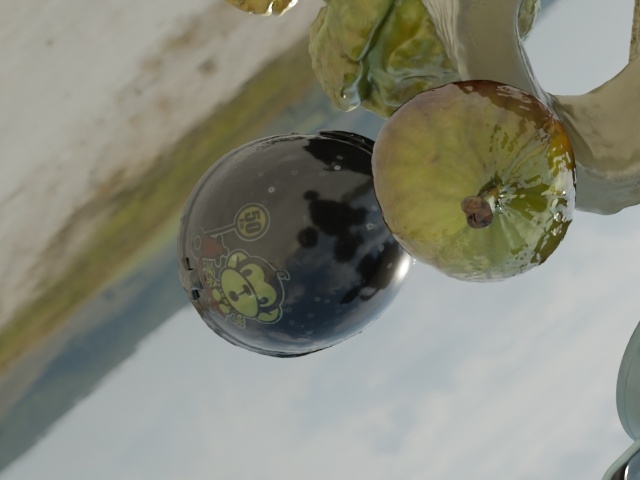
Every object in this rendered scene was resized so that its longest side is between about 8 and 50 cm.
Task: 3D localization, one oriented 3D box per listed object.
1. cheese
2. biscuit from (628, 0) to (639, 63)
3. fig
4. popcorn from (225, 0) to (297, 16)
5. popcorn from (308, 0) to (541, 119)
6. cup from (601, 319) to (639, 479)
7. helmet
[{"bbox_3d":[0.246,-0.194,1.551,0.292,0.332,0.153,-21,-142,1],"label":"cheese"},{"bbox_3d":[0.400,-0.303,2.088,0.078,0.426,0.144,8,-168,20],"label":"biscuit"},{"bbox_3d":[0.110,-0.023,1.367,0.143,0.160,0.231,-53,-171,32],"label":"fig"},{"bbox_3d":[-0.085,-0.369,2.391,0.148,0.167,0.152,-49,-165,-20],"label":"popcorn"},{"bbox_3d":[0.103,-0.254,1.996,0.282,0.247,0.282,-9,142,-7],"label":"popcorn"},{"bbox_3d":[0.464,0.191,1.848,0.331,0.257,0.311,-19,-144,-25],"label":"cup"},{"bbox_3d":[0.000,0.000,1.891,0.279,0.230,0.160,-19,-174,-16],"label":"helmet"}]
